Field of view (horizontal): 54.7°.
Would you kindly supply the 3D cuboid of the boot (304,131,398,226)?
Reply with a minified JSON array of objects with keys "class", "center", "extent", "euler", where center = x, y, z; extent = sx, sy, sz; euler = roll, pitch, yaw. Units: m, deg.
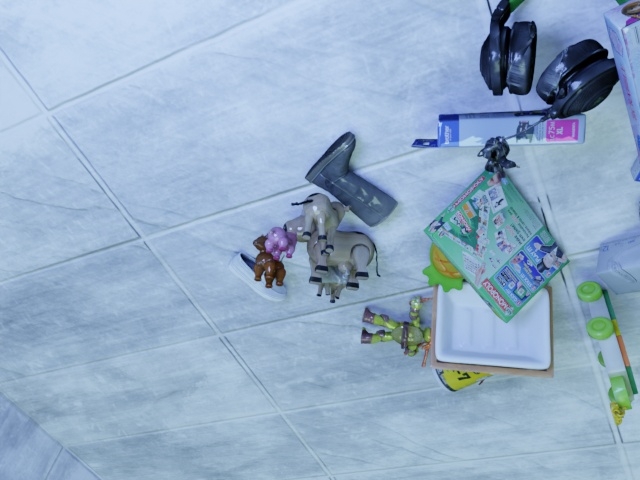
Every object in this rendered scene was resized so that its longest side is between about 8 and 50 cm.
[{"class":"boot","center":[0.090,-0.132,1.407],"extent":[0.208,0.076,0.190],"euler":[37,141,-10]}]

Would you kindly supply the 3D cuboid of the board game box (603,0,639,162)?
[{"class":"board game box","center":[0.632,-0.276,0.943],"extent":[0.319,0.066,0.318],"euler":[-23,127,16]}]

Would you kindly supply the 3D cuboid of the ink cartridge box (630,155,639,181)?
[{"class":"ink cartridge box","center":[0.716,-0.204,1.237],"extent":[0.097,0.046,0.207],"euler":[12,131,3]}]

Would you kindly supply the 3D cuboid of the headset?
[{"class":"headset","center":[0.374,-0.294,1.035],"extent":[0.243,0.185,0.394],"euler":[27,91,22]}]

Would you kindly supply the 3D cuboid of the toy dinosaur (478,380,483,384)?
[{"class":"toy dinosaur","center":[0.481,0.361,1.745],"extent":[0.047,0.090,0.082],"euler":[5,164,-12]}]

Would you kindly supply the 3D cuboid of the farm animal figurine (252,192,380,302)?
[{"class":"farm animal figurine","center":[0.000,0.000,1.473],"extent":[0.327,0.172,0.330],"euler":[19,149,-27]}]

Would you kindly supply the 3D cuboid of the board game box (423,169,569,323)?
[{"class":"board game box","center":[0.407,0.013,1.410],"extent":[0.213,0.046,0.317],"euler":[-44,114,0]}]

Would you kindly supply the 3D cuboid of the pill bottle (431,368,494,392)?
[{"class":"pill bottle","center":[0.417,0.325,1.691],"extent":[0.119,0.119,0.208],"euler":[41,125,-21]}]

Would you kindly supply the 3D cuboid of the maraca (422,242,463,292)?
[{"class":"maraca","center":[0.319,0.045,1.485],"extent":[0.127,0.099,0.185],"euler":[26,122,7]}]

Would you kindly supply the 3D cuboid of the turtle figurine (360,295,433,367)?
[{"class":"turtle figurine","center":[0.221,0.259,1.696],"extent":[0.217,0.087,0.269],"euler":[6,130,7]}]

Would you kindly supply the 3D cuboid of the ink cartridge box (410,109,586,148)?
[{"class":"ink cartridge box","center":[0.336,-0.219,1.210],"extent":[0.311,0.186,0.065],"euler":[-2,104,12]}]

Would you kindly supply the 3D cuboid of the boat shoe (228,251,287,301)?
[{"class":"boat shoe","center":[-0.157,0.095,1.660],"extent":[0.184,0.066,0.063],"euler":[40,127,-9]}]

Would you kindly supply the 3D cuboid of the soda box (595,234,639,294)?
[{"class":"soda box","center":[0.757,0.037,1.338],"extent":[0.098,0.091,0.286],"euler":[39,146,-25]}]

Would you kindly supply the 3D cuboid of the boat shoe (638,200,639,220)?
[{"class":"boat shoe","center":[0.730,-0.047,1.371],"extent":[0.046,0.038,0.125],"euler":[-34,131,5]}]

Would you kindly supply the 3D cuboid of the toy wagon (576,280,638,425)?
[{"class":"toy wagon","center":[0.678,0.269,1.442],"extent":[0.068,0.344,0.267],"euler":[-17,124,22]}]

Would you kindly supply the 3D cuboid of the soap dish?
[{"class":"soap dish","center":[0.423,0.221,1.542],"extent":[0.291,0.228,0.118],"euler":[3,159,9]}]
